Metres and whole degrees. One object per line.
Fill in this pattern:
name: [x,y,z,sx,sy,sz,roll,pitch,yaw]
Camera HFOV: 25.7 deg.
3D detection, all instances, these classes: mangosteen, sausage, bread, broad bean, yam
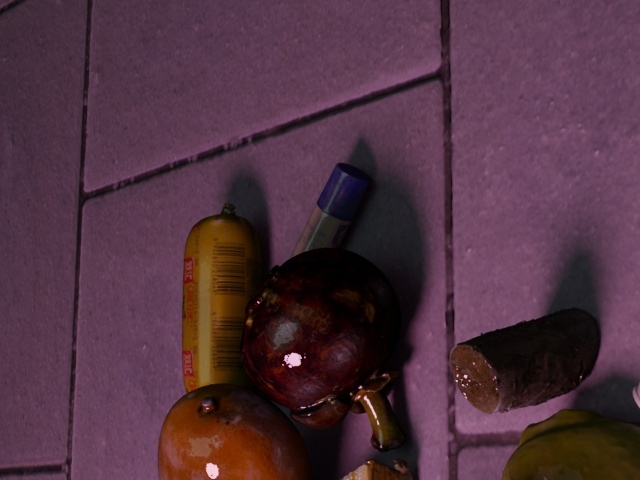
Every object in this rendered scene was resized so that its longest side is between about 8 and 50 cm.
mangosteen: [0.025,0.151,1.879,0.289,0.231,0.231,50,132,-5]
sausage: [-0.150,0.114,2.139,0.123,0.123,0.347,-17,68,49]
bread: [0.063,0.364,1.831,0.156,0.103,0.110,-51,41,40]
broad bean: [0.308,0.311,1.526,0.291,0.119,0.238,37,101,46]
yam: [0.234,0.143,1.626,0.107,0.183,0.107,16,111,50]

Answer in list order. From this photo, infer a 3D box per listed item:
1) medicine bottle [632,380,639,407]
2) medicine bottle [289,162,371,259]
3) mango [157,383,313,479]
medicine bottle: [0.385,0.151,1.512,0.089,0.057,0.057,-55,44,29]
medicine bottle: [0.000,0.000,2.028,0.059,0.059,0.231,48,119,45]
mango: [-0.113,0.347,1.939,0.221,0.199,0.384,17,135,27]
